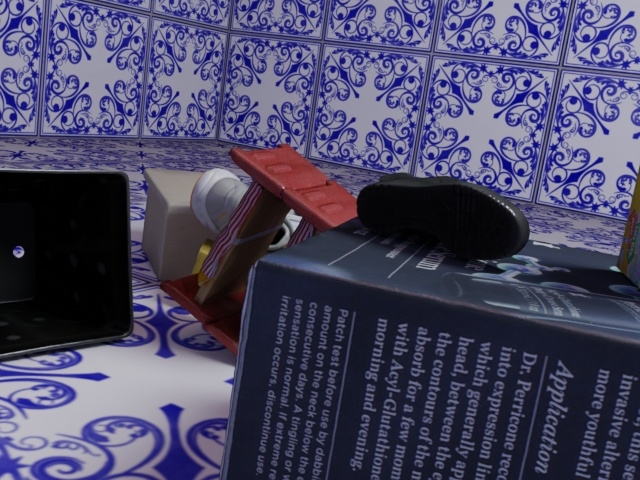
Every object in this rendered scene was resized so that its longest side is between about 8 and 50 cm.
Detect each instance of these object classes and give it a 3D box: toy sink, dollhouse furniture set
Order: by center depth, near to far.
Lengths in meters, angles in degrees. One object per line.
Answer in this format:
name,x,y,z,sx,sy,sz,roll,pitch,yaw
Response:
dollhouse furniture set,0.000,0.000,0.964,0.152,0.201,0.374,39,23,17
toy sink,-0.201,-0.024,1.229,0.153,0.131,0.234,3,17,-24

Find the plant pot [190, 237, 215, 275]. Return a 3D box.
plant pot,-0.132,0.054,1.033,0.083,0.081,0.081,20,10,-5

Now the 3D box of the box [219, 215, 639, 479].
box,0.169,0.126,0.541,0.396,0.211,0.293,12,11,15

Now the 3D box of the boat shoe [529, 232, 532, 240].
boat shoe,0.289,0.036,1.367,0.102,0.108,0.301,15,22,34

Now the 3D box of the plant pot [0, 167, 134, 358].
plant pot,-0.334,0.019,0.840,0.167,0.188,0.187,1,4,43

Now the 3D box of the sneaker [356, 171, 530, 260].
sneaker,0.096,-0.025,0.568,0.089,0.051,0.170,-9,16,-44

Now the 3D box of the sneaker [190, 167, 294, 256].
sneaker,-0.071,0.006,1.082,0.121,0.099,0.262,24,-13,44

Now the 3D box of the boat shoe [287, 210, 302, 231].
boat shoe,-0.019,-0.035,1.526,0.095,0.084,0.258,14,13,29

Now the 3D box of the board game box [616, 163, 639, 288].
board game box,0.233,-0.044,0.495,0.026,0.154,0.103,10,11,7
